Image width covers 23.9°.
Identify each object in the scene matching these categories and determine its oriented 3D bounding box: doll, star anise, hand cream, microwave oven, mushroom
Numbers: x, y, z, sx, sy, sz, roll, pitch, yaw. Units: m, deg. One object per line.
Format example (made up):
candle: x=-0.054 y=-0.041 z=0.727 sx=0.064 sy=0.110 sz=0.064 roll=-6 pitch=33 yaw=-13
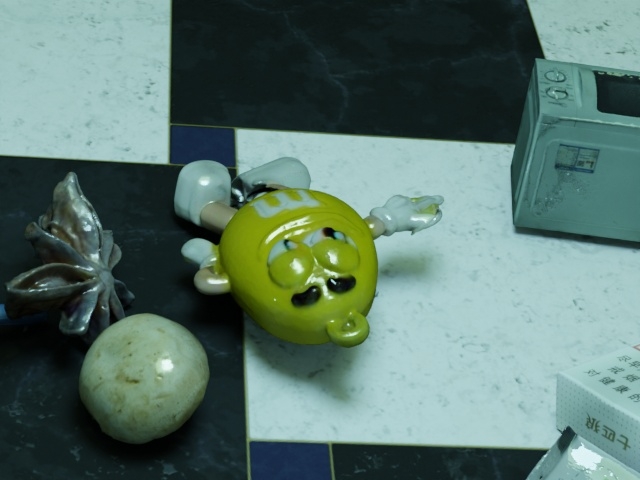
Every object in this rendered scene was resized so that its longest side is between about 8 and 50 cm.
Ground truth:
doll: x=-0.033 y=-0.006 z=2.079 sx=0.423 sy=0.161 sz=0.348 roll=16 pitch=40 yaw=34
star anise: x=-0.326 y=0.041 z=1.981 sx=0.110 sy=0.198 sz=0.258 roll=-22 pitch=37 yaw=22
hand cream: x=0.400 y=0.338 z=1.752 sx=0.336 sy=0.076 sz=0.121 roll=29 pitch=50 yaw=18
microwave oven: x=0.448 y=-0.135 z=2.268 sx=0.295 sy=0.238 sz=0.181 roll=7 pitch=38 yaw=-1
mushroom: x=-0.218 y=0.174 z=1.871 sx=0.166 sy=0.127 sz=0.166 roll=-10 pitch=48 yaw=11

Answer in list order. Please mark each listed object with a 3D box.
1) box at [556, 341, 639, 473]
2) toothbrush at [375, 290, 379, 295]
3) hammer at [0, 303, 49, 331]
box: x=0.498 y=0.198 z=1.950 sx=0.330 sy=0.095 sz=0.210 roll=-18 pitch=27 yaw=-27
toothbrush: x=0.016 y=0.096 z=2.088 sx=0.162 sy=0.014 sz=0.017 roll=-22 pitch=63 yaw=-32
hammer: x=-0.427 y=0.099 z=1.931 sx=0.116 sy=0.070 sz=0.194 roll=30 pitch=19 yaw=37
